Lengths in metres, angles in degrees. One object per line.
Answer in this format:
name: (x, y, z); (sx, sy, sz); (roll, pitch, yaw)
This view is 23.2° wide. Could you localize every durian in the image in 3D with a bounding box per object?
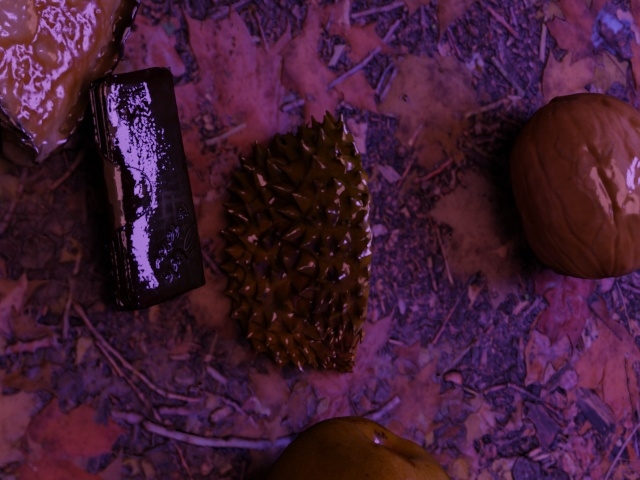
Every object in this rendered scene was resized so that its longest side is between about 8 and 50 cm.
durian: (-0.007, -0.001, 1.599); (0.153, 0.186, 0.260); (-6, 75, -39)

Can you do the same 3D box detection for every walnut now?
walnut: (0.313, -0.064, 1.791); (0.195, 0.195, 0.222); (-22, 89, -32)

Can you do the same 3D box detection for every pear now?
pear: (0.031, 0.286, 1.555); (0.209, 0.209, 0.209); (4, 82, -32)

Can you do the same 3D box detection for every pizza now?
pizza: (-0.272, -0.267, 1.451); (0.435, 0.080, 0.392); (-27, 116, -48)

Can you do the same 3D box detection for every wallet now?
wallet: (-0.168, -0.051, 1.531); (0.122, 0.031, 0.232); (-20, 106, -54)
